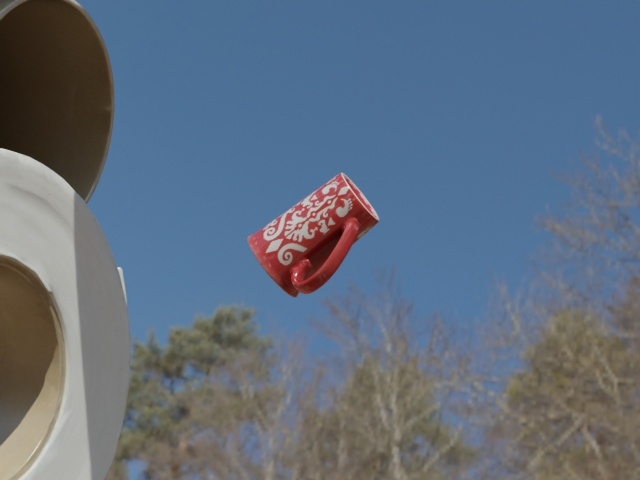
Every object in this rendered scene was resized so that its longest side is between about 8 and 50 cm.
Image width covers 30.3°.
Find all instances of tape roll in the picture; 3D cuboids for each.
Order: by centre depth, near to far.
[{"bbox_3d":[-0.242,0.082,0.737,0.100,0.286,0.286,0,-43,29],"label":"tape roll"}]

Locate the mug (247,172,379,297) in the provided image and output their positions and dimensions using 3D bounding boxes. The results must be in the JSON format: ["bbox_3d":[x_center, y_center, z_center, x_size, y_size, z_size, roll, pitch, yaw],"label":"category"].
[{"bbox_3d":[0.003,0.001,1.716,0.169,0.150,0.113,-39,-28,8],"label":"mug"}]

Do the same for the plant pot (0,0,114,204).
[{"bbox_3d":[-0.399,-0.139,1.224,0.274,0.256,0.256,10,-41,22],"label":"plant pot"}]
